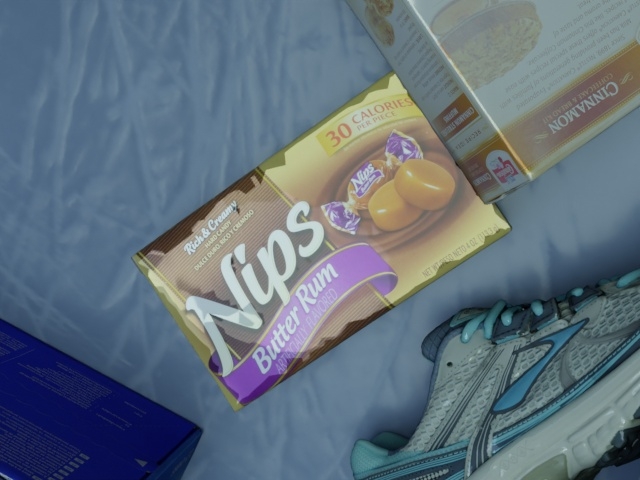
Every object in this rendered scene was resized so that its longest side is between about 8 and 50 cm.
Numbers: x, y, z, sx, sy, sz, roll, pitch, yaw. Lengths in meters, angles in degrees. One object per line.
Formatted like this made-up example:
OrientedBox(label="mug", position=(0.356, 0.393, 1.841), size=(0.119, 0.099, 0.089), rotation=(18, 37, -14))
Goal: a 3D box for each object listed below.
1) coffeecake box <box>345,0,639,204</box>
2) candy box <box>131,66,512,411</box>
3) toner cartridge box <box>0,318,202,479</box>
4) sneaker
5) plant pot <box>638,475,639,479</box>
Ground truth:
OrientedBox(label="coffeecake box", position=(0.096, -0.136, 0.465), size=(0.142, 0.068, 0.185), rotation=(-34, 89, -12))
OrientedBox(label="candy box", position=(0.000, 0.000, 0.525), size=(0.187, 0.053, 0.109), rotation=(-34, 89, 9))
OrientedBox(label="toner cartridge box", position=(-0.253, 0.078, 0.518), size=(0.348, 0.165, 0.075), rotation=(27, 100, 7))
OrientedBox(label="sneaker", position=(0.117, 0.066, 0.477), size=(0.283, 0.110, 0.122), rotation=(-49, 61, 15))
OrientedBox(label="plant pot", position=(0.283, 0.180, 0.401), size=(0.290, 0.195, 0.290), rotation=(-7, 63, 15))
